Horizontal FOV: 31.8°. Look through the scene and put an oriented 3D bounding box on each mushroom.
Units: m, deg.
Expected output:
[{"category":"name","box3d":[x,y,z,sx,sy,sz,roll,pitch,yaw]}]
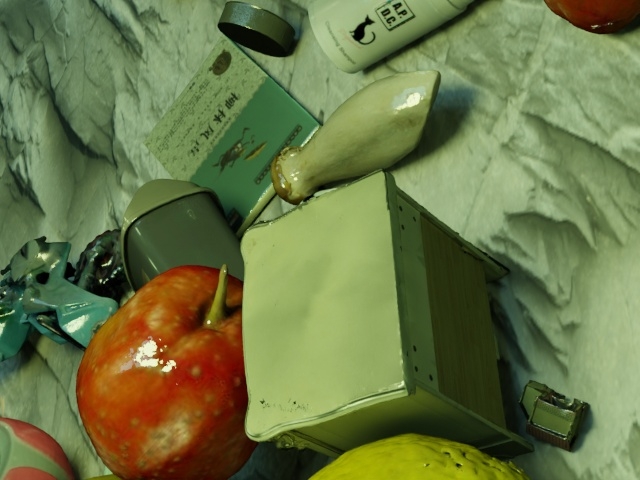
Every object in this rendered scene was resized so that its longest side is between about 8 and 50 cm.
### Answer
[{"category":"mushroom","box3d":[0.062,-0.158,1.715,0.350,0.128,0.128,-29,51,36]}]

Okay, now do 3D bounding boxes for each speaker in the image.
[{"category":"speaker","box3d":[-0.539,0.431,1.839,0.294,0.294,0.294,-20,56,33]}]

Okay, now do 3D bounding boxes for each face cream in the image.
[{"category":"face cream","box3d":[0.165,-0.405,1.743,0.369,0.145,0.145,-27,53,30]}]

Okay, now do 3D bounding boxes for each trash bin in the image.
[{"category":"trash bin","box3d":[-0.198,0.051,1.771,0.182,0.209,0.290,-24,50,-20]}]

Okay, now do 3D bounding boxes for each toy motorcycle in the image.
[{"category":"toy motorcycle","box3d":[-0.499,0.131,2.026,0.416,0.172,0.232,-23,48,21]}]

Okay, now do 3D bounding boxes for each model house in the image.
[{"category":"model house","box3d":[0.281,0.217,1.389,0.083,0.057,0.058,19,108,26]}]

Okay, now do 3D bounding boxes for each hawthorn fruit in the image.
[{"category":"hawthorn fruit","box3d":[0.370,-0.389,1.518,0.185,0.202,0.185,-21,49,26]},{"category":"hawthorn fruit","box3d":[-0.170,0.156,1.470,0.330,0.287,0.287,-64,37,34]}]

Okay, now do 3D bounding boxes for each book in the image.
[{"category":"book","box3d":[-0.163,-0.185,1.997,0.264,0.031,0.379,-52,45,9]}]

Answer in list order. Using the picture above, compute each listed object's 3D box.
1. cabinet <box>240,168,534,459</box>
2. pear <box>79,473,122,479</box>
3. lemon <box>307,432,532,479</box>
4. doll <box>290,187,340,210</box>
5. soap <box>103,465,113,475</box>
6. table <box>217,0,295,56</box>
[{"category":"cabinet","box3d":[0.085,0.130,1.414,0.227,0.318,0.290,-23,55,29]},{"category":"pear","box3d":[-0.220,0.417,1.497,0.386,0.340,0.191,16,90,9]},{"category":"lemon","box3d":[0.106,0.387,1.242,0.387,0.349,0.350,141,144,-69]},{"category":"doll","box3d":[-0.004,0.006,1.704,0.110,0.107,0.181,146,137,-73]},{"category":"soap","box3d":[-0.280,0.363,1.755,0.063,0.114,0.198,-25,52,31]},{"category":"table","box3d":[-0.113,-0.371,1.979,0.133,0.133,0.043,15,81,45]}]
